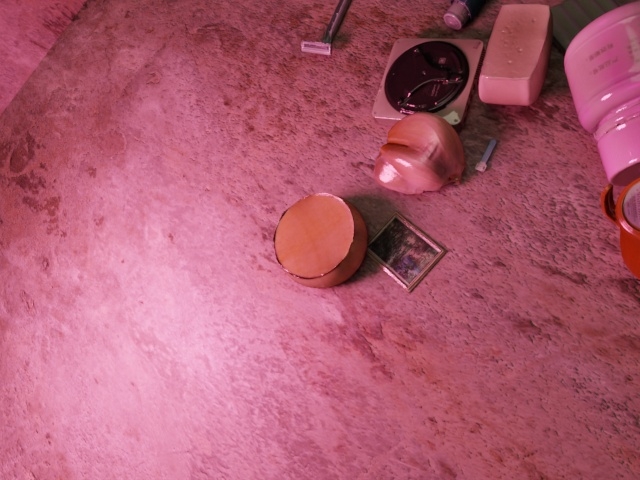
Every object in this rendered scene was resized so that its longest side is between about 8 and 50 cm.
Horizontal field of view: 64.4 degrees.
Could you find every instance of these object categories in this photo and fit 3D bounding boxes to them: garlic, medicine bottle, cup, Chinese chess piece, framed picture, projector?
[{"bbox_3d":[0.257,-0.222,1.307,0.227,0.110,0.217,21,94,24],"label":"garlic"},{"bbox_3d":[0.680,-0.301,1.067,0.256,0.256,0.325,-14,74,20],"label":"medicine bottle"},{"bbox_3d":[0.649,-0.032,0.987,0.182,0.264,0.226,-55,47,7],"label":"cup"},{"bbox_3d":[0.000,0.000,1.353,0.257,0.104,0.257,-10,67,25],"label":"Chinese chess piece"},{"bbox_3d":[0.458,-0.710,1.426,0.124,0.079,0.258,39,91,31],"label":"medicine bottle"},{"bbox_3d":[0.209,0.024,1.305,0.142,0.011,0.183,-48,59,2],"label":"framed picture"},{"bbox_3d":[0.293,-0.437,1.399,0.259,0.079,0.257,13,79,27],"label":"projector"}]

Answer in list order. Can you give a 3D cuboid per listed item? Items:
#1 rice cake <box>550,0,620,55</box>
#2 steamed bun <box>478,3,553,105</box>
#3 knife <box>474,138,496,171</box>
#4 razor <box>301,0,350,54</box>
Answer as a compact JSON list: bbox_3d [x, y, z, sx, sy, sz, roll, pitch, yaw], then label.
[{"bbox_3d":[0.673,-0.546,1.287,0.189,0.037,0.198,-22,63,17],"label":"rice cake"},{"bbox_3d":[0.488,-0.446,1.262,0.146,0.164,0.242,13,76,27],"label":"steamed bun"},{"bbox_3d":[0.425,-0.217,1.296,0.027,0.010,0.096,23,80,31],"label":"knife"},{"bbox_3d":[0.047,-0.712,1.643,0.111,0.056,0.278,19,73,28],"label":"razor"}]
